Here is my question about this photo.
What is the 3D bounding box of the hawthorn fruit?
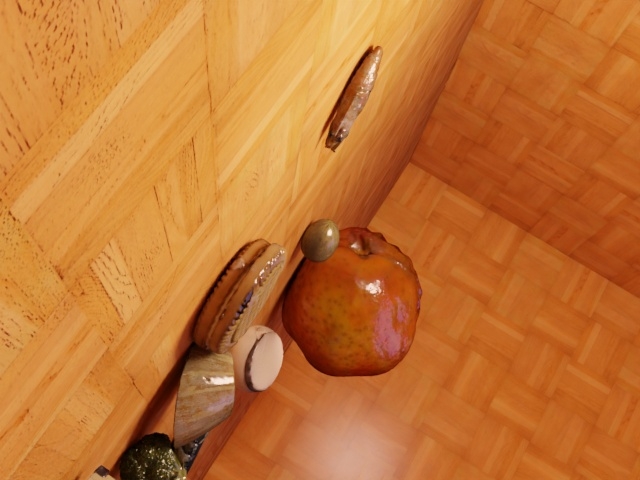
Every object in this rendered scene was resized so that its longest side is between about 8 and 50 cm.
[{"bbox_3d":[0.117,0.183,2.384,0.472,0.471,0.472,-57,174,-10],"label":"hawthorn fruit"}]

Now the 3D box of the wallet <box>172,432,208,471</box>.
[{"bbox_3d":[-0.386,0.620,2.034,0.342,0.075,0.237,-63,-177,14],"label":"wallet"}]

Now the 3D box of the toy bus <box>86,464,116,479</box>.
[{"bbox_3d":[-0.370,0.490,1.132,0.143,0.179,0.305,-61,173,19],"label":"toy bus"}]

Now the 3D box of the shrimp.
[{"bbox_3d":[0.067,-0.278,1.500,0.223,0.047,0.126,-62,-177,20],"label":"shrimp"}]

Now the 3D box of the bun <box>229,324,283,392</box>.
[{"bbox_3d":[-0.180,0.297,1.946,0.173,0.120,0.173,-25,120,-54],"label":"bun"}]

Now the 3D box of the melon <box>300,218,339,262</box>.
[{"bbox_3d":[0.000,0.000,2.051,0.098,0.098,0.131,-48,164,-58],"label":"melon"}]

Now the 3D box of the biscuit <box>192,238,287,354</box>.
[{"bbox_3d":[-0.151,0.107,1.459,0.259,0.079,0.259,-57,174,-10],"label":"biscuit"}]

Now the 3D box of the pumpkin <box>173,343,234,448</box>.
[{"bbox_3d":[-0.221,0.305,1.529,0.217,0.110,0.217,-176,-90,-90],"label":"pumpkin"}]

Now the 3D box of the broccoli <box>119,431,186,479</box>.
[{"bbox_3d":[-0.332,0.448,1.509,0.146,0.138,0.162,-54,-148,4],"label":"broccoli"}]
